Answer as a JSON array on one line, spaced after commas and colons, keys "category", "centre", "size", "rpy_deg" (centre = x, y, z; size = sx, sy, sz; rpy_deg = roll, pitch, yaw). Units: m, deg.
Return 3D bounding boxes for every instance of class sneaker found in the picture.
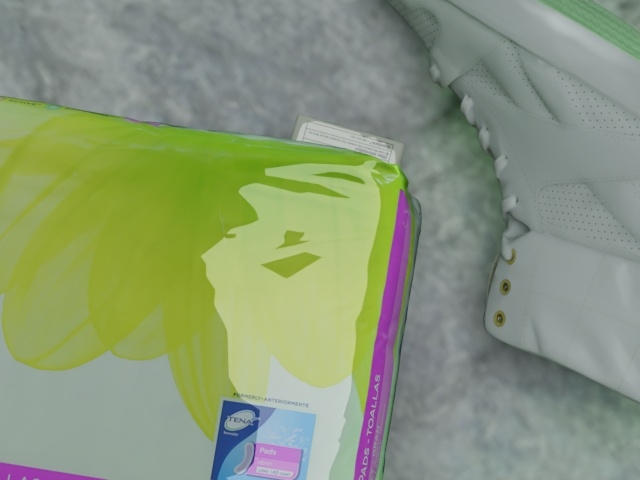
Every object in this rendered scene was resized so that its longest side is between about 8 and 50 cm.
[{"category": "sneaker", "centre": [0.100, -0.037, 0.960], "size": [0.292, 0.108, 0.169], "rpy_deg": [40, 113, 28]}]

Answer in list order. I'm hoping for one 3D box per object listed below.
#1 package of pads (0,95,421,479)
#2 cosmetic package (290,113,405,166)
[{"category": "package of pads", "centre": [-0.110, 0.051, 0.915], "size": [0.296, 0.101, 0.229], "rpy_deg": [7, 82, 11]}, {"category": "cosmetic package", "centre": [0.000, 0.000, 0.985], "size": [0.060, 0.041, 0.115], "rpy_deg": [17, 81, 0]}]
